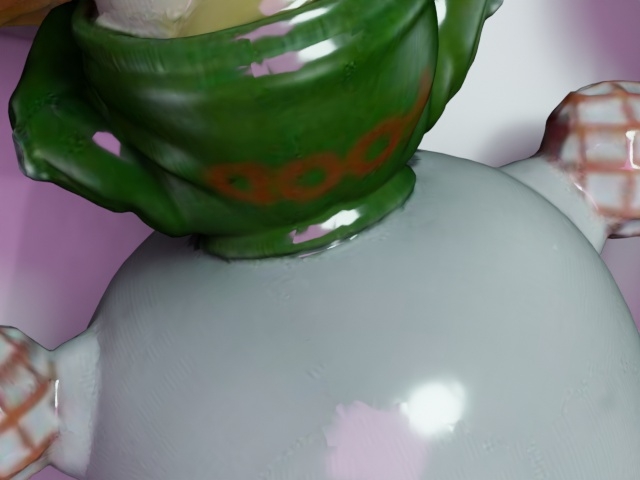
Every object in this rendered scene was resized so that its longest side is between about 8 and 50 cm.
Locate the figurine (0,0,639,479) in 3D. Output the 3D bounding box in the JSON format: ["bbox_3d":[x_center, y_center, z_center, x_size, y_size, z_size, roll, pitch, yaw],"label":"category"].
[{"bbox_3d":[0.000,0.000,0.576,0.281,0.167,0.370,-21,112,-13],"label":"figurine"}]

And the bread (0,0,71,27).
[{"bbox_3d":[-0.080,-0.178,0.646,0.235,0.099,0.210,-14,92,-10],"label":"bread"}]
